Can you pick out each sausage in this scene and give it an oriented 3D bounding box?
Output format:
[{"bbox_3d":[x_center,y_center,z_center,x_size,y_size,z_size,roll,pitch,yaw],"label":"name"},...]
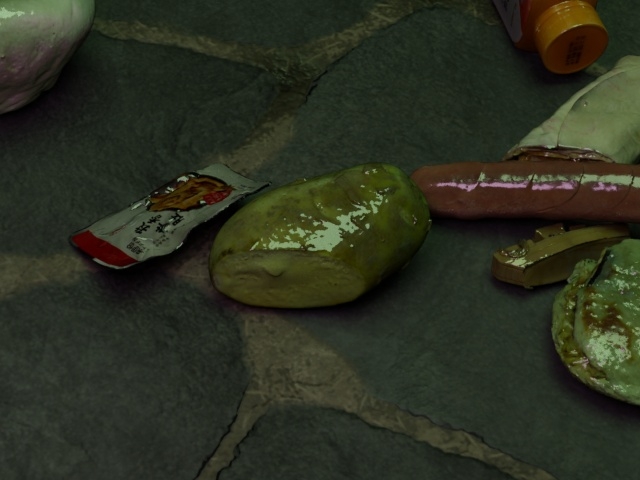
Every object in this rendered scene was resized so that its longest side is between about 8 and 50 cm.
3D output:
[{"bbox_3d":[0.317,-0.064,1.822,0.433,0.088,0.088,2,51,9],"label":"sausage"}]

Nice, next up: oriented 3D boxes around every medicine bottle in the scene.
[{"bbox_3d":[0.338,-0.361,2.055,0.112,0.149,0.222,-9,54,-14],"label":"medicine bottle"}]

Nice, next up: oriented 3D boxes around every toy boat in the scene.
[{"bbox_3d":[0.318,0.011,1.823,0.206,0.064,0.072,-14,37,-22],"label":"toy boat"}]

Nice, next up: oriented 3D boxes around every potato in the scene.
[{"bbox_3d":[0.000,0.000,1.740,0.298,0.141,0.176,-21,42,-12],"label":"potato"}]

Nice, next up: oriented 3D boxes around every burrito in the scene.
[{"bbox_3d":[0.396,-0.151,1.932,0.143,0.105,0.299,32,55,29],"label":"burrito"}]

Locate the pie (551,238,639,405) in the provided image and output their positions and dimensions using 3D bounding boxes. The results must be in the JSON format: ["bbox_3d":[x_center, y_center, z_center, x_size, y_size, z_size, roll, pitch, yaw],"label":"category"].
[{"bbox_3d":[0.394,0.099,1.740,0.201,0.090,0.248,24,52,3],"label":"pie"}]

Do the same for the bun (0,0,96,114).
[{"bbox_3d":[-0.440,-0.266,1.862,0.293,0.187,0.293,-1,29,1],"label":"bun"}]

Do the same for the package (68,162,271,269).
[{"bbox_3d":[-0.189,-0.033,1.770,0.239,0.030,0.154,-32,30,-22],"label":"package"}]
